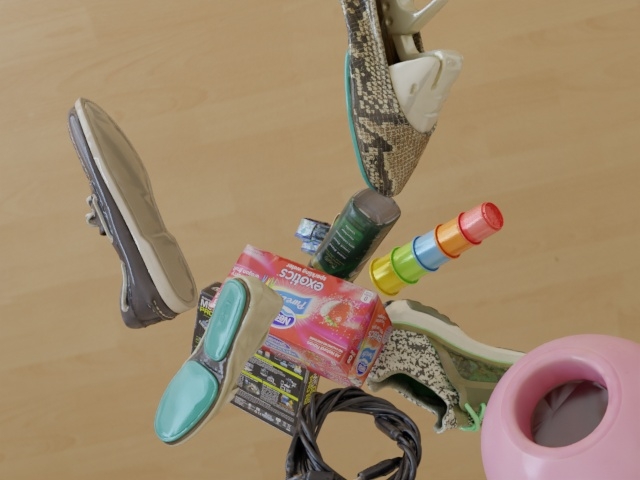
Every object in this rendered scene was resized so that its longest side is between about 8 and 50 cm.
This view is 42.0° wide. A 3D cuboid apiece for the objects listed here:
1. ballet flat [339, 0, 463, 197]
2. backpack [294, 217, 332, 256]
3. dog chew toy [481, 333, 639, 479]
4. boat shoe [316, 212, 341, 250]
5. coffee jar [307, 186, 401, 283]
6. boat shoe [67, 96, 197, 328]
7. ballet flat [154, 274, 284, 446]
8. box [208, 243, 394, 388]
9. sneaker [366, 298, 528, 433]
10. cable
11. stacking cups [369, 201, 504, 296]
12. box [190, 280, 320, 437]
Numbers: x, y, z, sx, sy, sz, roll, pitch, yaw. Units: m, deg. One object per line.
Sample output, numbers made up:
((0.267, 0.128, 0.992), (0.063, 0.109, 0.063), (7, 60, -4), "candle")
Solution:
((0.108, -0.308, 1.188), (0.182, 0.164, 0.483), (-9, 93, 35), "ballet flat")
((0.000, 0.000, 1.866), (0.114, 0.105, 0.084), (22, 83, 30), "backpack")
((0.295, 0.237, 0.810), (0.206, 0.207, 0.332), (-34, 126, 11), "dog chew toy")
((0.021, 0.020, 1.735), (0.059, 0.063, 0.170), (32, 76, -32), "boat shoe")
((0.050, 0.004, 1.368), (0.079, 0.096, 0.184), (42, 127, 12), "coffee jar")
((-0.175, -0.022, 0.701), (0.065, 0.075, 0.206), (-29, 81, 14), "boat shoe")
((-0.123, 0.158, 1.056), (0.086, 0.086, 0.248), (28, 104, -10), "ballet flat")
((-0.030, 0.120, 1.321), (0.256, 0.128, 0.123), (20, 158, 29), "box")
((0.247, 0.264, 1.368), (0.410, 0.182, 0.158), (24, 139, 9), "sneaker")
((0.044, 0.227, 0.964), (0.150, 0.184, 0.047), (3, 117, 13), "cable")
((0.236, 0.010, 1.728), (0.096, 0.096, 0.316), (41, 131, -14), "stacking cups")
((-0.128, 0.231, 1.630), (0.270, 0.060, 0.216), (23, 116, 23), "box")
